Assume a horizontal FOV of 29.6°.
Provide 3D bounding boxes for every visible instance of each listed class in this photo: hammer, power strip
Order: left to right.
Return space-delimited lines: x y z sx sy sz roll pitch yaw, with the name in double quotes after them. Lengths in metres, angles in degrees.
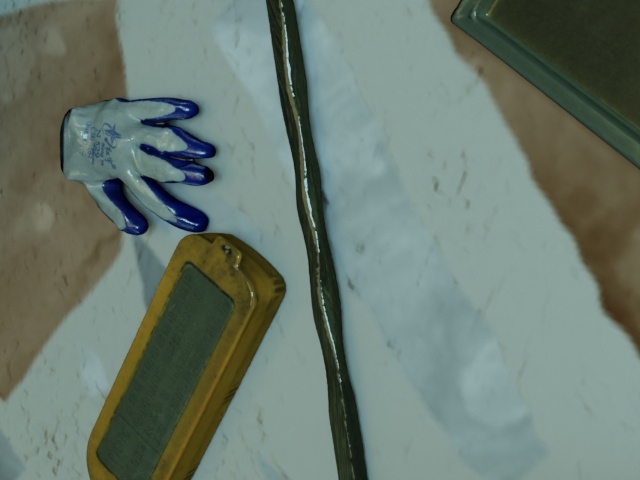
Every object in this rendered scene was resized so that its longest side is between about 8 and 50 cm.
-0.069 0.073 0.555 0.049 0.028 0.178 39 116 25 "power strip"
0.000 0.000 0.502 0.058 0.029 0.292 -7 94 38 "hammer"

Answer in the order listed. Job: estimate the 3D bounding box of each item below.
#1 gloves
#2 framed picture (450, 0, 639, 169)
-0.082 -0.034 0.553 0.086 0.026 0.064 7 101 30 "gloves"
0.168 -0.122 0.372 0.184 0.016 0.250 42 117 24 "framed picture"
